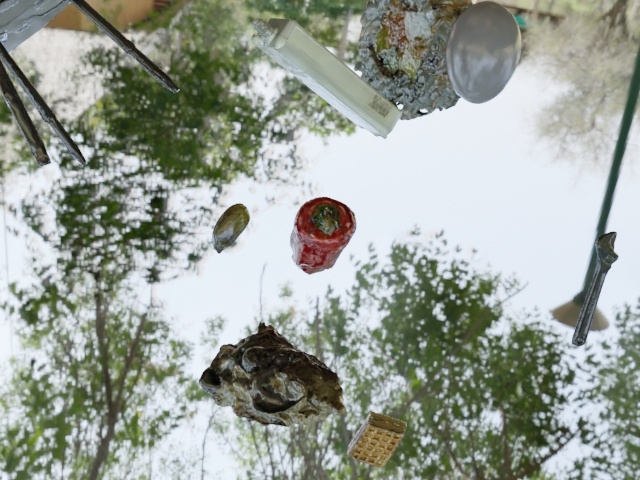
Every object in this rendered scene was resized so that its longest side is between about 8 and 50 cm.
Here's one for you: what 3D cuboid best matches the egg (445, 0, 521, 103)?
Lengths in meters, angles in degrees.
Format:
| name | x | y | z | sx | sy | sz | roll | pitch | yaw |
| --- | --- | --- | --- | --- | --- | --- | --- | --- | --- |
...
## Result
| name | x | y | z | sx | sy | sz | roll | pitch | yaw |
| --- | --- | --- | --- | --- | --- | --- | --- | --- | --- |
| egg | 0.322 | -0.373 | 1.327 | 0.147 | 0.198 | 0.146 | 9 | -173 | -1 |

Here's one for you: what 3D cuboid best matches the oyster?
| name | x | y | z | sx | sy | sz | roll | pitch | yaw |
| --- | --- | --- | --- | --- | --- | --- | --- | --- | --- |
| oyster | -0.113 | 0.322 | 1.481 | 0.361 | 0.221 | 0.096 | 29 | 172 | 36 |

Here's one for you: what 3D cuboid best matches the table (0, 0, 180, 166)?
| name | x | y | z | sx | sy | sz | roll | pitch | yaw |
| --- | --- | --- | --- | --- | --- | --- | --- | --- | --- |
| table | -0.423 | -0.252 | 1.034 | 0.317 | 0.249 | 0.317 | -33 | -171 | 6 |

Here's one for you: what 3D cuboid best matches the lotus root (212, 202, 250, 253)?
| name | x | y | z | sx | sy | sz | roll | pitch | yaw |
| --- | --- | --- | --- | --- | --- | --- | --- | --- | --- |
| lotus root | -0.162 | -0.022 | 1.183 | 0.049 | 0.099 | 0.054 | 34 | -178 | -8 |

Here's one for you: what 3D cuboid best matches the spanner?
| name | x | y | z | sx | sy | sz | roll | pitch | yaw |
| --- | --- | --- | --- | --- | --- | --- | --- | --- | --- |
| spanner | 0.462 | 0.083 | 1.125 | 0.046 | 0.208 | 0.012 | 9 | -165 | -12 |

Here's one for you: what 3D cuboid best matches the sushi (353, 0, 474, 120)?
| name | x | y | z | sx | sy | sz | roll | pitch | yaw |
| --- | --- | --- | --- | --- | --- | --- | --- | --- | --- |
| sushi | 0.241 | -0.500 | 1.659 | 0.176 | 0.417 | 0.417 | -10 | -151 | -27 |

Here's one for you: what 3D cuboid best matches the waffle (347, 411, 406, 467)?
| name | x | y | z | sx | sy | sz | roll | pitch | yaw |
| --- | --- | --- | --- | --- | --- | --- | --- | --- | --- |
| waffle | 0.135 | 0.481 | 1.605 | 0.103 | 0.148 | 0.042 | 18 | -145 | -8 |

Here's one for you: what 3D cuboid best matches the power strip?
| name | x | y | z | sx | sy | sz | roll | pitch | yaw |
| --- | --- | --- | --- | --- | --- | --- | --- | --- | --- |
| power strip | 0.012 | -0.287 | 1.169 | 0.338 | 0.058 | 0.098 | 31 | -178 | -35 |

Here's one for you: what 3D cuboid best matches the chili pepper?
| name | x | y | z | sx | sy | sz | roll | pitch | yaw |
| --- | --- | --- | --- | --- | --- | --- | --- | --- | --- |
| chili pepper | 0.000 | 0.000 | 1.225 | 0.110 | 0.110 | 0.387 | 7 | 161 | -4 |
